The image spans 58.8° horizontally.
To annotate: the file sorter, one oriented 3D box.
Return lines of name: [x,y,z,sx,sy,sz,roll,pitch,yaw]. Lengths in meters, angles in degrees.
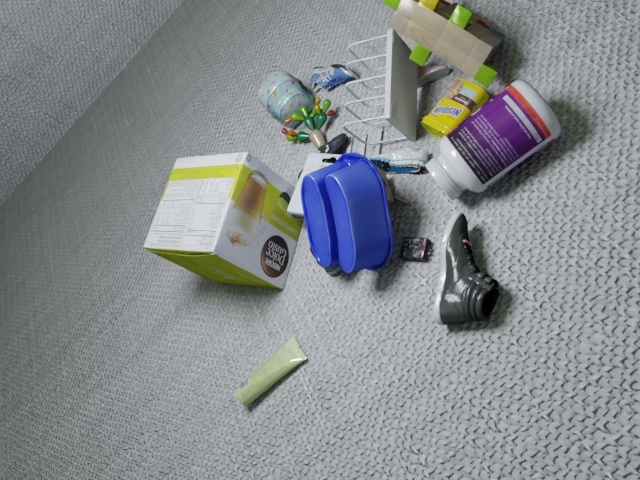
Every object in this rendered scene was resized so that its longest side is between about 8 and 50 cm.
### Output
file sorter: [0.181,-0.457,1.735,0.173,0.193,0.278,-3,77,31]

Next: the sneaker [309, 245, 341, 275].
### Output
sneaker: [0.000,0.000,1.747,0.083,0.098,0.224,-38,49,16]

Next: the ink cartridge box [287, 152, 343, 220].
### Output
ink cartridge box: [0.018,-0.166,1.817,0.189,0.066,0.232,8,61,23]

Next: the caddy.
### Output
caddy: [0.086,-0.071,1.590,0.241,0.179,0.342,11,115,55]

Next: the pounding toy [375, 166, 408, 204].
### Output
pounding toy: [0.166,-0.141,1.698,0.141,0.100,0.130,-33,59,38]

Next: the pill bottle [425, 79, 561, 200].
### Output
pill bottle: [0.439,-0.250,1.475,0.323,0.181,0.182,-37,49,17]

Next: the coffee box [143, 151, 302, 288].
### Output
coffee box: [-0.297,-0.055,1.848,0.338,0.337,0.335,2,69,38]

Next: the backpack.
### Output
backpack: [-0.126,-0.514,2.059,0.166,0.188,0.144,-43,48,11]

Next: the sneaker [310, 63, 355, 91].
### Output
sneaker: [0.043,-0.581,2.048,0.211,0.080,0.081,9,79,51]

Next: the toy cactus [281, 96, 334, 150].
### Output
toy cactus: [-0.029,-0.393,1.999,0.219,0.112,0.181,-32,70,18]

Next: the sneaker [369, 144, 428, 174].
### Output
sneaker: [0.242,-0.249,1.718,0.190,0.071,0.083,9,66,32]

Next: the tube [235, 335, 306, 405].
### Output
tube: [-0.147,0.394,1.689,0.240,0.062,0.070,-43,91,6]

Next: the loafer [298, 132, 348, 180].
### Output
loafer: [0.021,-0.261,1.897,0.078,0.076,0.223,44,94,10]

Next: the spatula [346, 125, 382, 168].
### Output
spatula: [0.137,-0.254,1.834,0.168,0.019,0.242,-11,59,39]

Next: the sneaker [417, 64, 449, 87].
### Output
sneaker: [0.340,-0.538,1.796,0.134,0.051,0.070,-18,62,35]

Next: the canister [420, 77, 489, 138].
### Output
canister: [0.393,-0.379,1.656,0.170,0.073,0.126,-52,47,2]

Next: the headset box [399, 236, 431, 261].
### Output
headset box: [0.266,0.025,1.568,0.083,0.032,0.062,2,69,38]

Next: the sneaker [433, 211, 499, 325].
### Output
sneaker: [0.377,0.071,1.413,0.146,0.104,0.296,0,73,37]

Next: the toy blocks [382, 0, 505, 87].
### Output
toy blocks: [0.386,-0.621,1.669,0.381,0.261,0.191,35,128,9]

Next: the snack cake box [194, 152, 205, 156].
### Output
snack cake box: [-0.478,-0.201,2.242,0.152,0.089,0.264,-37,49,16]
